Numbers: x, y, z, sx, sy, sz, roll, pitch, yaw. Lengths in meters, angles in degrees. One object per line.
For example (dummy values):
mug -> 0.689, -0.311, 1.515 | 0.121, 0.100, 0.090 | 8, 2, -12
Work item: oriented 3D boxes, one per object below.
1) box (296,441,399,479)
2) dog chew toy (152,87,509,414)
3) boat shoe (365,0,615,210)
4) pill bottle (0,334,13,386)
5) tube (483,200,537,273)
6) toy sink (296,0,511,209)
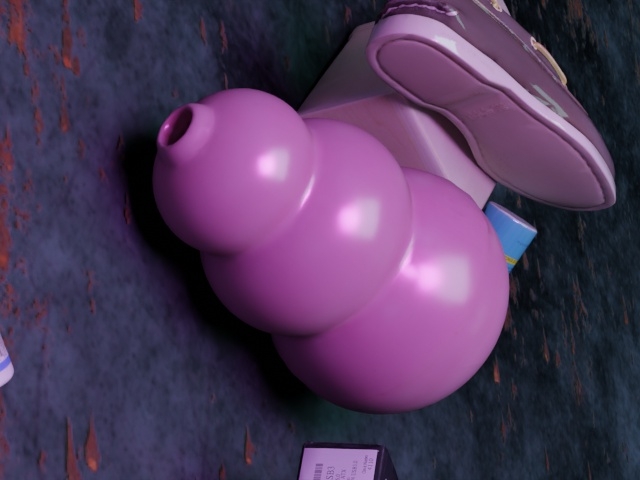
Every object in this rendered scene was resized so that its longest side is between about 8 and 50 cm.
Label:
box -> 0.025, 0.348, 1.186 | 0.295, 0.073, 0.293 | 70, 26, -50
dog chew toy -> 0.000, 0.000, 1.259 | 0.332, 0.207, 0.206 | 37, 48, -36
boat shoe -> 0.164, -0.131, 1.402 | 0.324, 0.117, 0.096 | 34, 58, -38
pill bottle -> -0.243, 0.032, 0.955 | 0.078, 0.078, 0.137 | -34, 107, -57
tube -> 0.122, 0.063, 1.472 | 0.080, 0.052, 0.207 | 20, 105, -50
toy sink -> 0.095, -0.129, 1.515 | 0.152, 0.131, 0.234 | 59, 40, -26
